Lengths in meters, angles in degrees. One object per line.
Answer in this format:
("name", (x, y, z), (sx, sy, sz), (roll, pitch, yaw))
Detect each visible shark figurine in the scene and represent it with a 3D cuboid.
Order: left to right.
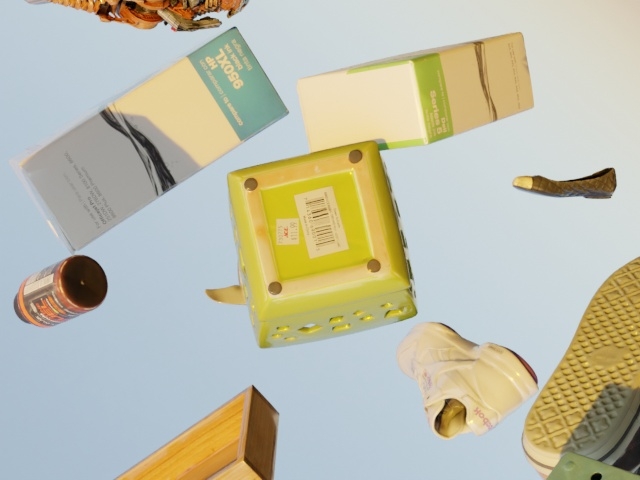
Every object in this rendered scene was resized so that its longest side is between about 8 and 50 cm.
("shark figurine", (-0.090, 0.032, 2.199), (0.166, 0.278, 0.116), (4, 160, 3))

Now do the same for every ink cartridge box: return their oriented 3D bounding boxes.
("ink cartridge box", (-0.280, -0.161, 2.174), (0.166, 0.395, 0.285), (58, 169, -12))
("ink cartridge box", (0.134, -0.197, 1.861), (0.273, 0.198, 0.114), (-21, -78, -48))

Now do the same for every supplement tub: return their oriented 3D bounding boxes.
("supplement tub", (-0.472, 0.097, 2.464), (0.106, 0.198, 0.106), (15, -115, -37))

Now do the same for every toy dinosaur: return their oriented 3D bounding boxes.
("toy dinosaur", (-0.254, -0.382, 1.981), (0.322, 0.164, 0.218), (4, -133, -49))

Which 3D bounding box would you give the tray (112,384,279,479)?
("tray", (-0.243, 0.396, 2.036), (0.076, 0.411, 0.203), (48, -163, -19))

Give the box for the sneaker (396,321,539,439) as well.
("sneaker", (0.179, 0.206, 2.008), (0.114, 0.152, 0.305), (52, 162, -21))

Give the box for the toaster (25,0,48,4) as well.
("toaster", (-0.398, -0.446, 2.178), (0.227, 0.146, 0.129), (-27, -75, -30))

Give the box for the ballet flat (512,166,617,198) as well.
("ballet flat", (0.367, -0.089, 2.076), (0.173, 0.049, 0.057), (1, -173, -20))

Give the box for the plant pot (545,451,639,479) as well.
("plant pot", (0.310, 0.344, 1.444), (0.165, 0.165, 0.234), (14, 146, 48))

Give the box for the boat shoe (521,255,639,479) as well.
("boat shoe", (0.432, 0.170, 1.832), (0.500, 0.187, 0.156), (-47, -51, -35))

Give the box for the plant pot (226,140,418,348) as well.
("plant pot", (0.000, 0.000, 1.760), (0.207, 0.227, 0.228), (81, 176, -78))
